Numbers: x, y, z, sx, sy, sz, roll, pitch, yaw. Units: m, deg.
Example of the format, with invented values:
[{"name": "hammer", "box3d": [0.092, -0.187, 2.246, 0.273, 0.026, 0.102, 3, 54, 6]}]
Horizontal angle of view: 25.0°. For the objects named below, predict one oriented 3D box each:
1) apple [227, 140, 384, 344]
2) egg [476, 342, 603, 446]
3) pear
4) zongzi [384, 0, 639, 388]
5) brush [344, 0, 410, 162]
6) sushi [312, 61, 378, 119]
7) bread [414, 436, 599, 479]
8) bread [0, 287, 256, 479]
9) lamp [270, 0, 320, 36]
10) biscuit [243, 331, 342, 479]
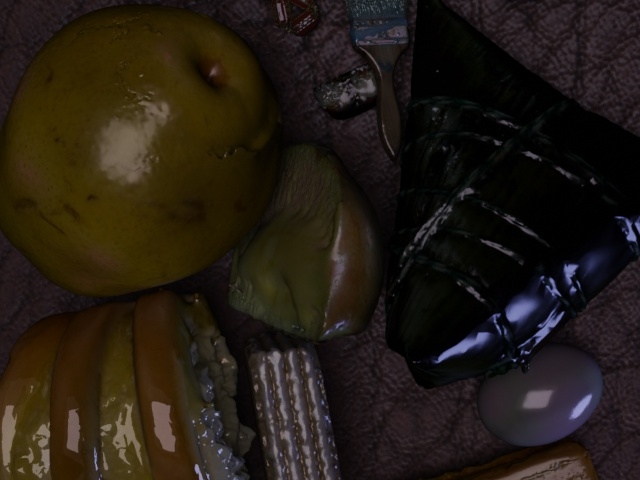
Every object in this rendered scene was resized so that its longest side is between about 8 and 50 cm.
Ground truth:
[{"name": "apple", "box3d": [0.000, 0.000, 1.458, 0.120, 0.265, 0.193, 10, 91, -25]}, {"name": "egg", "box3d": [0.229, 0.160, 1.505, 0.135, 0.103, 0.103, -24, 94, 6]}, {"name": "pear", "box3d": [-0.194, -0.089, 1.462, 0.285, 0.336, 0.284, 7, 78, -34]}, {"name": "zongzi", "box3d": [0.150, -0.059, 1.442, 0.383, 0.319, 0.362, -44, 82, -8]}, {"name": "brush", "box3d": [0.066, -0.177, 1.495, 0.070, 0.021, 0.196, -4, 85, -15]}, {"name": "sushi", "box3d": [0.037, -0.156, 1.516, 0.083, 0.044, 0.046, -24, 92, 8]}, {"name": "bread", "box3d": [0.170, 0.300, 1.545, 0.271, 0.077, 0.139, -20, 91, 7]}, {"name": "bread", "box3d": [-0.199, 0.217, 1.459, 0.270, 0.211, 0.315, -11, 100, -5]}, {"name": "lamp", "box3d": [-0.033, -0.255, 1.520, 0.063, 0.031, 0.083, -39, 95, 11]}, {"name": "biscuit", "box3d": [-0.010, 0.309, 1.535, 0.079, 0.144, 0.426, -10, 95, -6]}]
